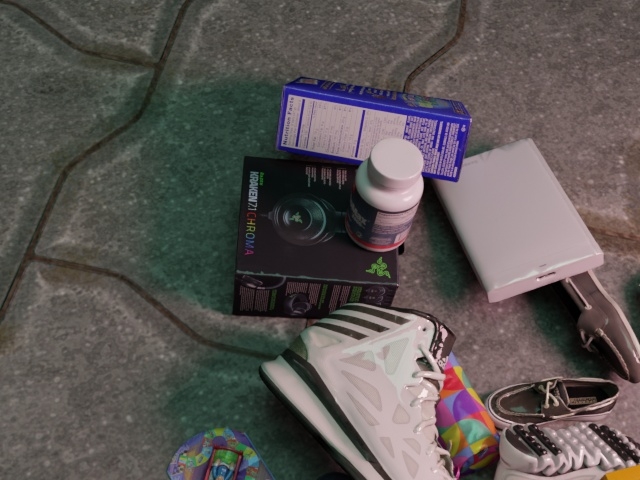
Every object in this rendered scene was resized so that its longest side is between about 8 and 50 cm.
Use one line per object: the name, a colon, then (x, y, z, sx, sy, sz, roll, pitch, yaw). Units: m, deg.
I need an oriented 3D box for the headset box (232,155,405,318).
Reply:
headset box: (0.000, 0.000, 1.580, 0.283, 0.131, 0.246, 5, 55, -5)

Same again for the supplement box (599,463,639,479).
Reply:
supplement box: (0.477, 0.403, 1.321, 0.191, 0.194, 0.129, -10, 57, -14)

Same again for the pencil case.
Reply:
pencil case: (0.196, 0.252, 1.452, 0.104, 0.104, 0.236, -17, 58, -18)

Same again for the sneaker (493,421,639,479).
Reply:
sneaker: (0.383, 0.347, 1.413, 0.292, 0.118, 0.110, 7, 21, -23)

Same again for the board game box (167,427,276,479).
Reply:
board game box: (-0.142, 0.349, 1.380, 0.133, 0.033, 0.169, -26, 63, -22)

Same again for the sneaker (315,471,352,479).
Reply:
sneaker: (0.061, 0.447, 1.276, 0.112, 0.131, 0.319, -11, 53, -14)

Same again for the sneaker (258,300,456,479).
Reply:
sneaker: (0.138, 0.249, 1.318, 0.257, 0.169, 0.447, -43, 63, -8)

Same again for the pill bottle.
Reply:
pill bottle: (0.102, -0.073, 1.454, 0.108, 0.180, 0.108, 4, 55, -6)

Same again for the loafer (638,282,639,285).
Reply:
loafer: (0.604, 0.161, 1.585, 0.087, 0.094, 0.251, -18, 54, 22)

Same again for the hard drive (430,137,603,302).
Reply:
hard drive: (0.336, -0.043, 1.644, 0.203, 0.040, 0.307, -19, 47, 0)

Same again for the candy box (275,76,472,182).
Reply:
candy box: (0.093, -0.204, 1.649, 0.317, 0.122, 0.268, 11, 15, 3)

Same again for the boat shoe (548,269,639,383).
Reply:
boat shoe: (0.439, 0.110, 1.584, 0.095, 0.112, 0.335, -20, 53, 1)

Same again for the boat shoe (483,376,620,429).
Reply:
boat shoe: (0.369, 0.251, 1.489, 0.219, 0.070, 0.078, -5, 56, -10)
